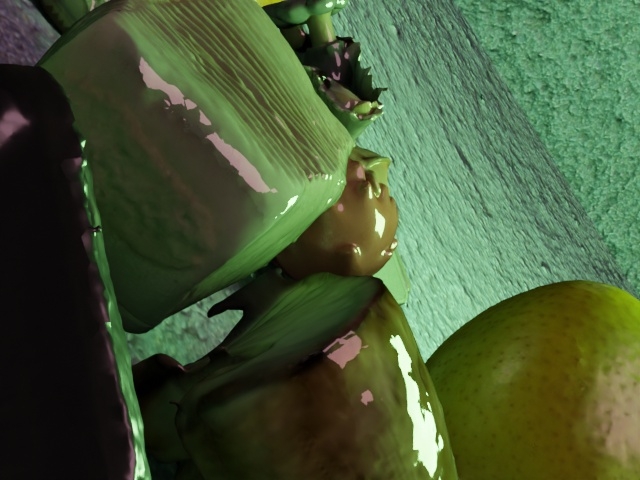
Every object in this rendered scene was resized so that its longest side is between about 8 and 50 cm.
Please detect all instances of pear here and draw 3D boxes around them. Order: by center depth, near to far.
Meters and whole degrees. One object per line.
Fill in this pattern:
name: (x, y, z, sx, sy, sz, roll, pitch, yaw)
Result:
pear: (0.230, 0.247, 1.174, 0.362, 0.418, 0.362, 22, 0, 0)

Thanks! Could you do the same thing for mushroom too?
mushroom: (0.036, 0.230, 0.902, 0.224, 0.314, 0.397, -30, 98, -23)

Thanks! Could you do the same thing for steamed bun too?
steamed bun: (-0.133, -0.066, 0.982, 0.247, 0.236, 0.383, 50, 18, -5)

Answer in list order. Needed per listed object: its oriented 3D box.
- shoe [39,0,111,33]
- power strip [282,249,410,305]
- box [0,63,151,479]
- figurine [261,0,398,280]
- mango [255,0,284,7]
shoe: (-0.195, -0.234, 1.207, 0.275, 0.098, 0.103, 44, 25, -33)
power strip: (0.000, 0.000, 1.380, 0.213, 0.064, 0.198, -7, 75, -52)
box: (-0.238, 0.101, 0.461, 0.091, 0.350, 0.359, 92, -17, -61)
figurine: (0.013, -0.064, 1.233, 0.166, 0.207, 0.387, -17, 99, -43)
mango: (-0.104, -0.361, 1.493, 0.257, 0.138, 0.187, -59, 134, -61)
